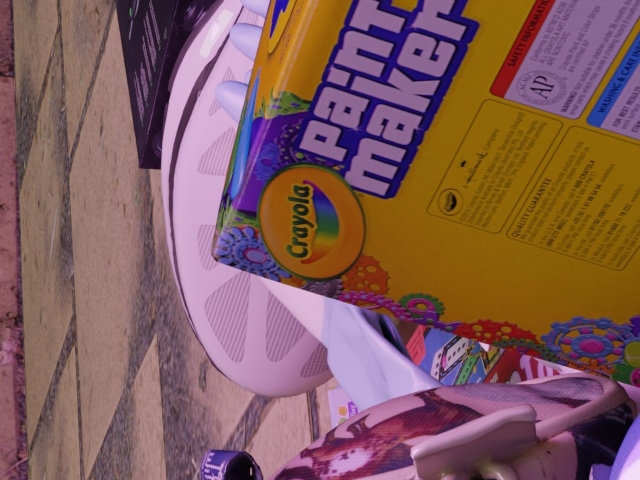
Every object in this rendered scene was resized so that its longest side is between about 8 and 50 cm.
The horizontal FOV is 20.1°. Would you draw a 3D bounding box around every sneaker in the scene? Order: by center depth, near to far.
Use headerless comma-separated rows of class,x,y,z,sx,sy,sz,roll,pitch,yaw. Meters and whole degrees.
sneaker,0.010,-0.054,0.960,0.257,0.169,0.447,-97,19,-58

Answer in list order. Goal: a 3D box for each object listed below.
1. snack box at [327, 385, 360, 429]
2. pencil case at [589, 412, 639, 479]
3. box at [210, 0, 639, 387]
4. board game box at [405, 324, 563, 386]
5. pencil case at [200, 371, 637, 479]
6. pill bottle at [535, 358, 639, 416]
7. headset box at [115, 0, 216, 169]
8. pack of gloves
snack box,0.040,0.162,1.039,0.100,0.037,0.141,57,-158,-59
pencil case,0.189,0.049,0.425,0.306,0.119,0.133,-35,71,61
box,0.102,-0.155,0.582,0.290,0.177,0.279,114,170,-52
board game box,0.102,0.059,0.936,0.281,0.027,0.145,116,150,-54
pencil case,0.078,0.253,0.626,0.183,0.160,0.410,28,-132,-81
pill bottle,0.123,0.000,0.749,0.094,0.094,0.169,125,144,-61
headset box,-0.071,-0.219,1.370,0.283,0.131,0.246,109,157,-44
pack of gloves,0.000,0.000,0.838,0.232,0.046,0.195,50,146,42
